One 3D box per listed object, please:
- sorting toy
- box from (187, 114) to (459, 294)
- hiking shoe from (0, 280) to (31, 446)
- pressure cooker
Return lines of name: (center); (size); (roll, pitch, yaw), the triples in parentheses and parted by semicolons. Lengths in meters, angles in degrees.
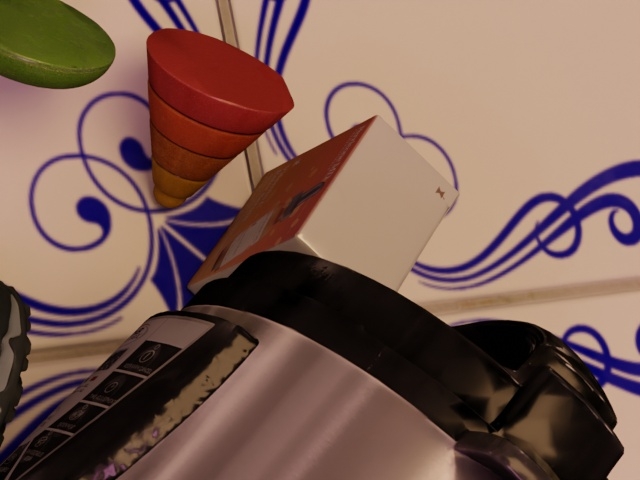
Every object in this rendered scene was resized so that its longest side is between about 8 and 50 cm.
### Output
sorting toy: (-0.205, -0.102, 1.315); (0.365, 0.126, 0.127); (12, 28, -25)
box: (0.000, 0.000, 1.363); (0.091, 0.170, 0.130); (43, 58, -15)
hiking shoe: (-0.290, 0.139, 1.180); (0.132, 0.113, 0.304); (30, 58, -14)
pressure cooker: (-0.004, 0.214, 1.163); (0.420, 0.370, 0.375); (-48, 147, -21)
